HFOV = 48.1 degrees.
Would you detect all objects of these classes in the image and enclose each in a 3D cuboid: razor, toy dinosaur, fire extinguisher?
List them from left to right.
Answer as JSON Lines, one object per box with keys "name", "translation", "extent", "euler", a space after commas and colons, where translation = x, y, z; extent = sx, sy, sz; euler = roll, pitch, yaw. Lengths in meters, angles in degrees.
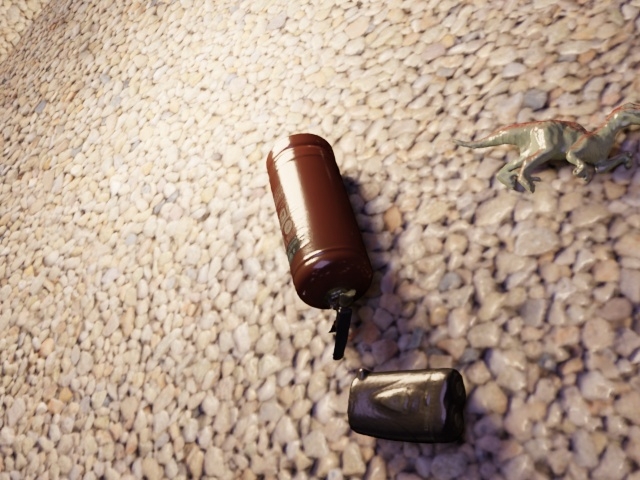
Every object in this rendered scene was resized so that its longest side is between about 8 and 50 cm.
{"name": "fire extinguisher", "translation": [0.000, 0.000, 1.058], "extent": [0.114, 0.135, 0.337], "euler": [-3, 49, -15]}
{"name": "razor", "translation": [0.105, 0.204, 0.889], "extent": [0.148, 0.054, 0.090], "euler": [-7, 59, 33]}
{"name": "toy dinosaur", "translation": [0.298, -0.135, 0.964], "extent": [0.242, 0.053, 0.167], "euler": [25, 78, 42]}
